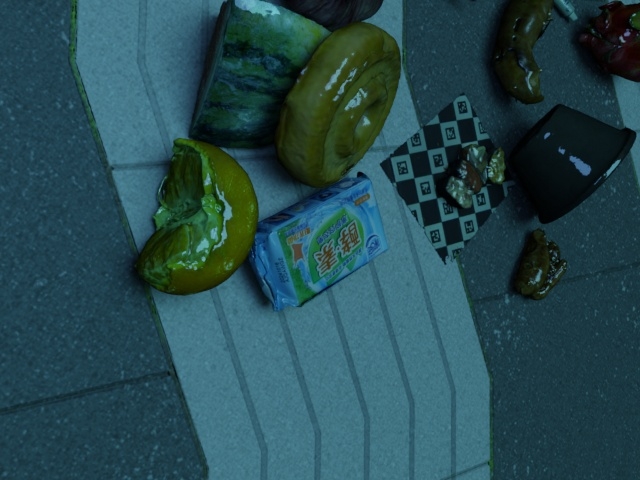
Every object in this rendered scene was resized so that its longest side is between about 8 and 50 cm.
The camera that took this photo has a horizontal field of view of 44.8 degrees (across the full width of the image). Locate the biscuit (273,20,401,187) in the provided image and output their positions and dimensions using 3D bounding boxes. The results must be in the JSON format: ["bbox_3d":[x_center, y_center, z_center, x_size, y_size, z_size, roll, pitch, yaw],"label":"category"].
[{"bbox_3d":[0.042,-0.220,1.303,0.102,0.296,0.296,32,61,20],"label":"biscuit"}]

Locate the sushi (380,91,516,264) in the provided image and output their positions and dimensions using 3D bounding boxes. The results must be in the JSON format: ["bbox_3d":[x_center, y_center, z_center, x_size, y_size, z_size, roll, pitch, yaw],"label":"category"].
[{"bbox_3d":[0.289,-0.133,1.587,0.290,0.050,0.264,-43,110,-28],"label":"sushi"}]

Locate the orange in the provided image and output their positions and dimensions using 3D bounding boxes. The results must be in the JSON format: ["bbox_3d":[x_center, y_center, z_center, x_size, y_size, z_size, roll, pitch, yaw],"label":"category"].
[{"bbox_3d":[-0.177,-0.029,1.187,0.159,0.179,0.237,16,76,-29],"label":"orange"}]

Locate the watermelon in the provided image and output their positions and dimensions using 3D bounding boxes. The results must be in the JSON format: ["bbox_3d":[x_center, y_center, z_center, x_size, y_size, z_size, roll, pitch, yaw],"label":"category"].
[{"bbox_3d":[-0.118,-0.290,1.292,0.213,0.201,0.261,8,123,-33],"label":"watermelon"}]

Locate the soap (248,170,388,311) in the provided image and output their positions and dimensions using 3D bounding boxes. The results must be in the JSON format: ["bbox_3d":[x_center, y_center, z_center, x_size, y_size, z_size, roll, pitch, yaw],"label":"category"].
[{"bbox_3d":[0.000,0.000,1.352,0.293,0.077,0.156,-31,116,-30],"label":"soap"}]

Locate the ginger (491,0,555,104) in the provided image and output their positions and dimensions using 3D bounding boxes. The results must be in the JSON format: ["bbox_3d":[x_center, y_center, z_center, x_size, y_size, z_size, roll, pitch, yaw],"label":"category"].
[{"bbox_3d":[0.444,-0.442,1.685,0.133,0.107,0.309,18,72,-17],"label":"ginger"}]

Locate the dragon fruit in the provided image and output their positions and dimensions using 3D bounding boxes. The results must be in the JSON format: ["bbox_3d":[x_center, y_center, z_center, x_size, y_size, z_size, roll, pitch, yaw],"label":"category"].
[{"bbox_3d":[0.750,-0.504,1.862,0.200,0.198,0.269,40,62,3],"label":"dragon fruit"}]

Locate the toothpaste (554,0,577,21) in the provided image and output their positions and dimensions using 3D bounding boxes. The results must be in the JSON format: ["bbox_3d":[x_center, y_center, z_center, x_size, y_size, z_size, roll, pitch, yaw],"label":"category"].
[{"bbox_3d":[0.536,-0.584,1.802,0.197,0.029,0.048,43,64,-21],"label":"toothpaste"}]

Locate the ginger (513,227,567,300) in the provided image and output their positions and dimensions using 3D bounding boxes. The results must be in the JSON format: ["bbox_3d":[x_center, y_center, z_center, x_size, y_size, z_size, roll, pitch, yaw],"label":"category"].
[{"bbox_3d":[0.485,0.059,1.689,0.103,0.073,0.162,33,68,-28],"label":"ginger"}]

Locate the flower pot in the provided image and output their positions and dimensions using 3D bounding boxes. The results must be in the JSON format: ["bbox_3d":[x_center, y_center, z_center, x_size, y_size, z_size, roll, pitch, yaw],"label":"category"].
[{"bbox_3d":[0.511,-0.181,1.645,0.166,0.269,0.269,42,64,-3],"label":"flower pot"}]

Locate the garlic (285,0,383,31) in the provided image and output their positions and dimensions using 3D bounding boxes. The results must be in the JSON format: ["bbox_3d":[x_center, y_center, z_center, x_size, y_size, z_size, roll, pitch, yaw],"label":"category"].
[{"bbox_3d":[0.025,-0.493,1.371,0.245,0.160,0.244,3,85,-33],"label":"garlic"}]
